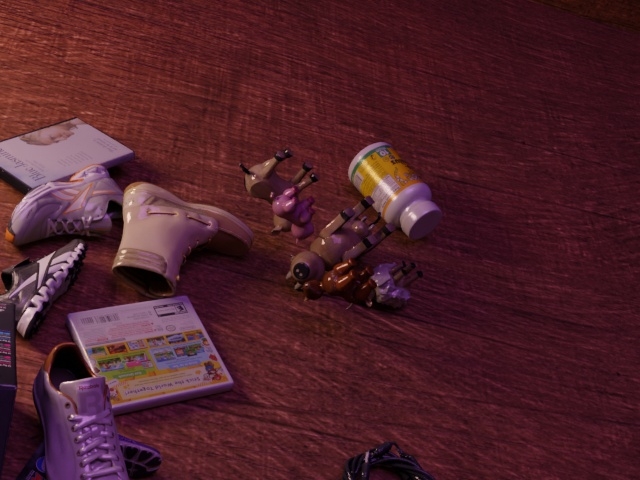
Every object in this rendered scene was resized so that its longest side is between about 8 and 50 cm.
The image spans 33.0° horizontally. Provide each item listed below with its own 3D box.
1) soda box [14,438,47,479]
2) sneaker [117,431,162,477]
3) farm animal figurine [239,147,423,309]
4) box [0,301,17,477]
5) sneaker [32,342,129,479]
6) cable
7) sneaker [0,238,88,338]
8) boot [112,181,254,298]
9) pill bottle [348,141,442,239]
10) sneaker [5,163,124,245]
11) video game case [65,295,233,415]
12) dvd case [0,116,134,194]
[{"bbox_3d":[-0.408,0.357,1.535,0.053,0.060,0.169,25,40,3],"label":"soda box"},{"bbox_3d":[-0.318,0.302,1.640,0.169,0.068,0.071,20,33,-4],"label":"sneaker"},{"bbox_3d":[0.000,0.000,2.061,0.326,0.172,0.330,-1,56,-54],"label":"farm animal figurine"},{"bbox_3d":[-0.506,0.204,1.509,0.143,0.165,0.270,8,18,-19],"label":"box"},{"bbox_3d":[-0.337,0.270,1.525,0.105,0.123,0.290,-7,50,-35],"label":"sneaker"},{"bbox_3d":[0.120,0.411,1.752,0.150,0.047,0.184,-10,51,-35],"label":"cable"},{"bbox_3d":[-0.476,0.060,1.821,0.106,0.078,0.234,27,41,-1],"label":"sneaker"},{"bbox_3d":[-0.247,0.022,1.969,0.261,0.095,0.204,24,46,-25],"label":"boot"},{"bbox_3d":[0.161,-0.102,2.294,0.117,0.118,0.208,-14,52,-37],"label":"pill bottle"},{"bbox_3d":[-0.444,-0.047,1.948,0.121,0.099,0.262,40,43,13],"label":"sneaker"},{"bbox_3d":[-0.287,0.188,1.815,0.226,0.026,0.206,-7,48,-34],"label":"video game case"},{"bbox_3d":[-0.509,-0.164,2.070,0.180,0.022,0.253,30,38,29],"label":"dvd case"}]
